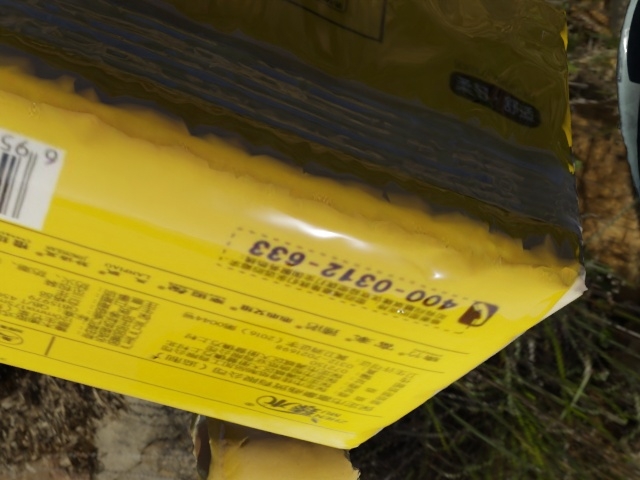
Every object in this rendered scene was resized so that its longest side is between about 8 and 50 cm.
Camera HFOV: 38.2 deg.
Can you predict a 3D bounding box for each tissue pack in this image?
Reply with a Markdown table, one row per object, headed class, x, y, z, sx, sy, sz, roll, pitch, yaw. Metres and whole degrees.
| class | x | y | z | sx | sy | sz | roll | pitch | yaw |
| --- | --- | --- | --- | --- | --- | --- | --- | --- | --- |
| tissue pack | -0.088 | -0.050 | 0.531 | 0.382 | 0.293 | 0.228 | 19 | 53 | -16 |

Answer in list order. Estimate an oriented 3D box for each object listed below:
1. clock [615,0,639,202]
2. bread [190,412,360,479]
| class | x | y | z | sx | sy | sz | roll | pitch | yaw |
| --- | --- | --- | --- | --- | --- | --- | --- | --- | --- |
| clock | 0.357 | -0.104 | 0.803 | 0.066 | 0.319 | 0.318 | -13 | 111 | -6 |
| bread | -0.050 | 0.220 | 1.004 | 0.173 | 0.085 | 0.134 | 2 | 71 | -20 |
